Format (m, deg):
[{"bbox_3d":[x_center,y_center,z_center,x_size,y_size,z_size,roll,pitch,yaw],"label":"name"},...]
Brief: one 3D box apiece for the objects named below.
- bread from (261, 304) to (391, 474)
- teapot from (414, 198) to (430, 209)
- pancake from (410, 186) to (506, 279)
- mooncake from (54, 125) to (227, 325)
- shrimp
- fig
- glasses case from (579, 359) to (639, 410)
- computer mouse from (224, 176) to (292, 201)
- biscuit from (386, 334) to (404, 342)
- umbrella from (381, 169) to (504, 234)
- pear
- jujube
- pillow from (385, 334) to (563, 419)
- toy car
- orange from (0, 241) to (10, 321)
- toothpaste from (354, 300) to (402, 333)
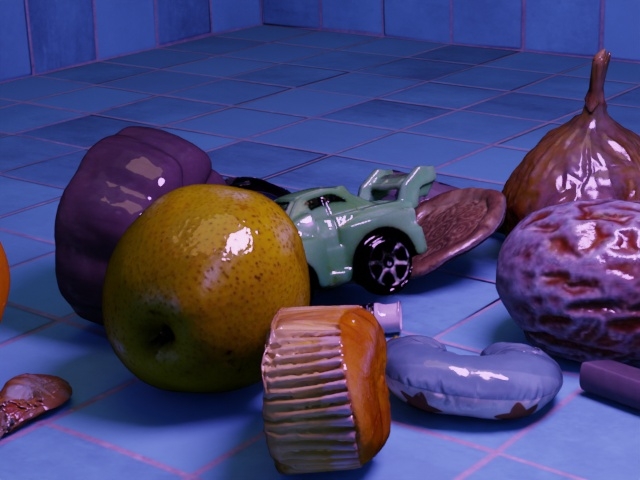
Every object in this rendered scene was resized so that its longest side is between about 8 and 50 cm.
[{"bbox_3d":[0.011,0.168,1.587,0.133,0.179,0.250,-7,8,9],"label":"bread"},{"bbox_3d":[0.202,-0.020,2.360,0.110,0.085,0.080,28,-4,0],"label":"teapot"},{"bbox_3d":[0.185,-0.010,2.175,0.250,0.031,0.250,-29,20,11],"label":"pancake"},{"bbox_3d":[-0.256,-0.014,2.012,0.154,0.306,0.306,13,22,22],"label":"mooncake"},{"bbox_3d":[-0.374,0.204,1.720,0.091,0.043,0.184,7,19,15],"label":"shrimp"},{"bbox_3d":[0.438,-0.123,2.159,0.286,0.368,0.286,6,25,-3],"label":"fig"},{"bbox_3d":[0.414,0.190,1.699,0.072,0.042,0.190,-9,18,-42],"label":"glasses case"},{"bbox_3d":[-0.142,-0.058,2.415,0.233,0.096,0.137,-6,19,-16],"label":"computer mouse"},{"bbox_3d":[0.098,0.151,1.884,0.046,0.016,0.089,11,22,35],"label":"biscuit"},{"bbox_3d":[0.218,-0.066,2.456,0.073,0.067,0.337,-31,31,-31],"label":"umbrella"},{"bbox_3d":[-0.147,0.067,1.758,0.294,0.294,0.294,-1,18,0],"label":"pear"},{"bbox_3d":[0.391,0.049,1.854,0.308,0.215,0.246,-1,17,5],"label":"jujube"},{"bbox_3d":[0.190,0.163,1.737,0.233,0.086,0.214,2,13,6],"label":"pillow"},{"bbox_3d":[0.000,0.000,2.046,0.359,0.176,0.213,-11,6,-26],"label":"toy car"},{"bbox_3d":[-0.556,0.063,1.758,0.312,0.312,0.312,-1,18,0],"label":"orange"},{"bbox_3d":[0.019,0.117,1.961,0.193,0.045,0.071,-5,14,8],"label":"toothpaste"}]
